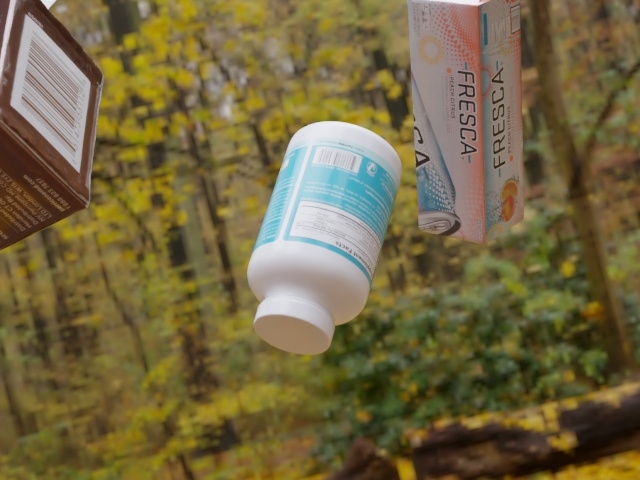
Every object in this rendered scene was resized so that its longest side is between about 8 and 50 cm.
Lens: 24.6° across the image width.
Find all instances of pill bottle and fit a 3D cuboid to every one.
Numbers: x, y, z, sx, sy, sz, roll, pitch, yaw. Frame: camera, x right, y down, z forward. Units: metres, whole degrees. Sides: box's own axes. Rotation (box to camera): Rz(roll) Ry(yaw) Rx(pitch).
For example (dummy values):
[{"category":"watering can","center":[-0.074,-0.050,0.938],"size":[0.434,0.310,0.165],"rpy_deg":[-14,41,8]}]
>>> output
[{"category":"pill bottle","center":[0.000,0.000,1.740],"size":[0.146,0.264,0.146],"rpy_deg":[13,-30,8]}]

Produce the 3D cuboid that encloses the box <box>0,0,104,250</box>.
[{"category":"box","center":[-0.394,-0.058,1.370],"size":[0.381,0.191,0.143],"rpy_deg":[-23,-48,21]}]

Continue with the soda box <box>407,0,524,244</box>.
[{"category":"soda box","center":[0.107,-0.094,1.069],"size":[0.063,0.183,0.058],"rpy_deg":[13,28,36]}]

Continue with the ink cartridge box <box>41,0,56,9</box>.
[{"category":"ink cartridge box","center":[-0.443,-0.314,1.911],"size":[0.239,0.060,0.275],"rpy_deg":[5,24,2]}]
